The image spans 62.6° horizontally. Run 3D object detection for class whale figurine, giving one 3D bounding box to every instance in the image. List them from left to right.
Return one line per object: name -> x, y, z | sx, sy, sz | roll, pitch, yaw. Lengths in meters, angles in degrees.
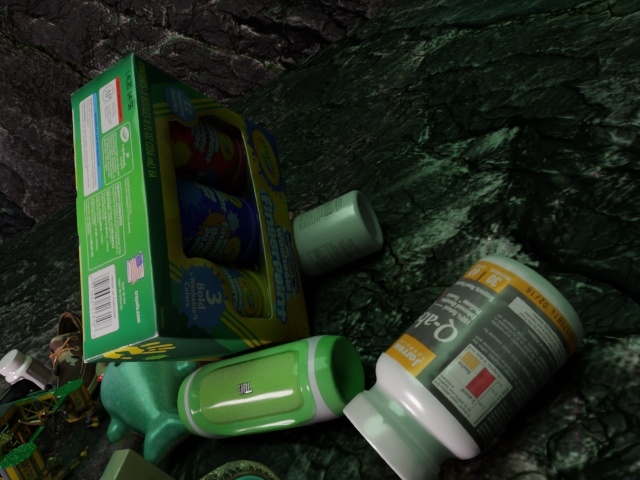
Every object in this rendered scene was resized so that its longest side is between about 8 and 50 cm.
whale figurine -> -0.326, 0.292, 0.993 | 0.216, 0.141, 0.272 | -41, 31, -9

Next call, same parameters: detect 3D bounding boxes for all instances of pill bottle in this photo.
pill bottle -> -0.748, 0.344, 1.349 | 0.078, 0.137, 0.078 | -26, 32, 17
pill bottle -> 0.000, 0.000, 1.076 | 0.230, 0.131, 0.131 | -23, 33, 20
pill bottle -> 0.172, 0.162, 0.654 | 0.278, 0.162, 0.162 | -42, 31, -10

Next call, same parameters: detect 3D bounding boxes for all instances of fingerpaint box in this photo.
fingerpaint box -> -0.208, -0.027, 0.910 | 0.163, 0.371, 0.444 | -21, 69, 27

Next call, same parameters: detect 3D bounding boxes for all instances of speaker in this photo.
speaker -> -0.084, 0.238, 0.842 | 0.297, 0.131, 0.131 | -19, 34, 26

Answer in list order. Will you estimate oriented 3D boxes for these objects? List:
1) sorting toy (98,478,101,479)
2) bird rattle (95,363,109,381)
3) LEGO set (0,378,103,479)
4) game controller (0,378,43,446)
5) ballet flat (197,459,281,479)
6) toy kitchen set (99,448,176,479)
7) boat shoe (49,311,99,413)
sorting toy -> -0.366, 0.423, 0.965 | 0.083, 0.044, 0.075 | -37, 11, -2
bird rattle -> -0.446, 0.258, 1.228 | 0.207, 0.143, 0.253 | -28, 43, 37
LEGO set -> -0.569, 0.447, 1.038 | 0.255, 0.191, 0.331 | -18, 16, -6
game controller -> -0.742, 0.462, 1.171 | 0.067, 0.166, 0.319 | 19, 56, 21
ballet flat -> -0.258, 0.438, 0.638 | 0.483, 0.163, 0.182 | -26, -7, -31
toy kitchen set -> -0.355, 0.455, 0.818 | 0.166, 0.122, 0.207 | -18, 35, 28
boat shoe -> -0.628, 0.288, 1.319 | 0.123, 0.123, 0.342 | -35, 30, 2
